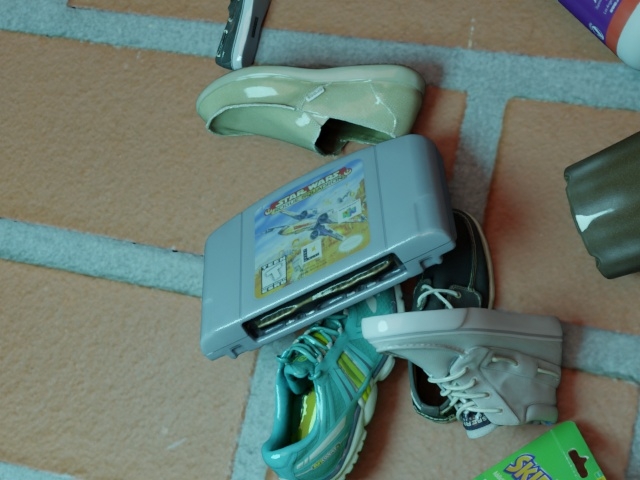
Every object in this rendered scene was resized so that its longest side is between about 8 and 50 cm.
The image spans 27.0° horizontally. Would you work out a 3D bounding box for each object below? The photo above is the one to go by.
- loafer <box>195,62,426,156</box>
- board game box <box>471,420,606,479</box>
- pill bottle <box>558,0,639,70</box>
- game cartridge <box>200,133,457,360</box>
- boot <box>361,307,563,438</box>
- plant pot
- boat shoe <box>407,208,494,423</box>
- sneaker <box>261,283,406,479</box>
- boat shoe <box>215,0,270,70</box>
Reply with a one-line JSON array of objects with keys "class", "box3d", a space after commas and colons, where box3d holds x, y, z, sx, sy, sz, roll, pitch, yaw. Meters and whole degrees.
[{"class": "loafer", "box3d": [-0.015, -0.142, 1.501, 0.268, 0.102, 0.092, -4, 72, 17]}, {"class": "board game box", "box3d": [0.172, 0.293, 1.349, 0.259, 0.039, 0.124, -37, 31, 10]}, {"class": "pill bottle", "box3d": [0.290, -0.340, 1.398, 0.181, 0.181, 0.323, -44, 69, 6]}, {"class": "game cartridge", "box3d": [0.000, 0.000, 1.436, 0.297, 0.062, 0.198, -26, 40, 17]}, {"class": "boot", "box3d": [0.150, 0.134, 1.319, 0.095, 0.258, 0.123, -13, 75, 52]}, {"class": "plant pot", "box3d": [0.344, -0.044, 1.338, 0.165, 0.167, 0.167, -23, 72, 21]}, {"class": "boat shoe", "box3d": [0.135, 0.076, 1.419, 0.084, 0.079, 0.233, 3, 78, 21]}, {"class": "sneaker", "box3d": [0.012, 0.128, 1.413, 0.107, 0.110, 0.275, 0, 68, 42]}, {"class": "boat shoe", "box3d": [-0.092, -0.270, 1.583, 0.040, 0.049, 0.142, 12, 85, 21]}]
